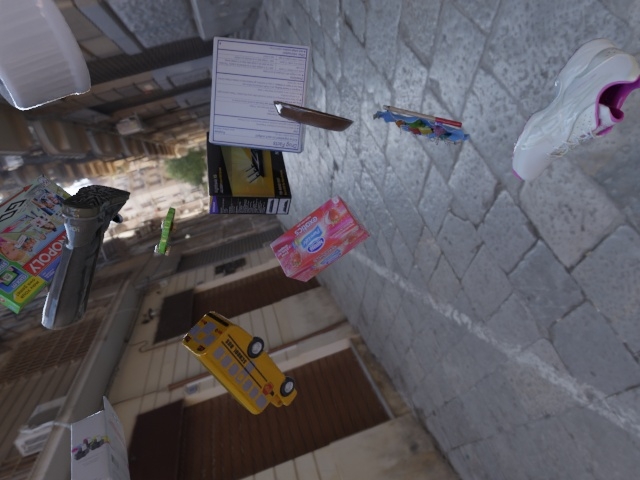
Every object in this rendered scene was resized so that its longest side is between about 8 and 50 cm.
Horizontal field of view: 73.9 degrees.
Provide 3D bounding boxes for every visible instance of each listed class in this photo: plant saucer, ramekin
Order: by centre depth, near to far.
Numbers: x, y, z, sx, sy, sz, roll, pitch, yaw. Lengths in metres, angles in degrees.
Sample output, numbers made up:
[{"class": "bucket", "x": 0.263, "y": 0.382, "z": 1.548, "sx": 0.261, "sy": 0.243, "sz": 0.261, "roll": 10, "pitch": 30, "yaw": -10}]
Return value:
[{"class": "ramekin", "x": -0.566, "y": -0.378, "z": 0.772, "sx": 0.277, "sy": 0.135, "sz": 0.277, "roll": 37, "pitch": 151, "yaw": 25}, {"class": "plant saucer", "x": -0.016, "y": -0.251, "z": 0.865, "sx": 0.168, "sy": 0.168, "sz": 0.029, "roll": -125, "pitch": 47, "yaw": -65}]

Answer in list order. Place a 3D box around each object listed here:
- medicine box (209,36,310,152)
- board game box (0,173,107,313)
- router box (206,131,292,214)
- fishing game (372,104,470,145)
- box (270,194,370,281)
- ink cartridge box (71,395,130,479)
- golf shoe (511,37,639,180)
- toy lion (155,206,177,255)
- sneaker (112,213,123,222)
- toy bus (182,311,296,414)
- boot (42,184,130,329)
[{"class": "medicine box", "x": -0.168, "y": -0.411, "z": 1.232, "sx": 0.149, "sy": 0.263, "sz": 0.289, "roll": -83, "pitch": -1, "yaw": -77}, {"class": "board game box", "x": -0.720, "y": -0.004, "z": 1.058, "sx": 0.213, "sy": 0.046, "sz": 0.317, "roll": 39, "pitch": -138, "yaw": -13}, {"class": "router box", "x": -0.235, "y": -0.218, "z": 1.351, "sx": 0.081, "sy": 0.242, "sz": 0.309, "roll": 107, "pitch": 155, "yaw": -47}, {"class": "fishing game", "x": 0.194, "y": -0.214, "z": 0.830, "sx": 0.264, "sy": 0.189, "sz": 0.041, "roll": -26, "pitch": -47, "yaw": -74}, {"class": "box", "x": 0.000, "y": 0.000, "z": 1.484, "sx": 0.142, "sy": 0.300, "sz": 0.154, "roll": 59, "pitch": -167, "yaw": 24}, {"class": "ink cartridge box", "x": -0.387, "y": 0.381, "z": 0.750, "sx": 0.181, "sy": 0.061, "sz": 0.104, "roll": 45, "pitch": 150, "yaw": 51}, {"class": "golf shoe", "x": 0.505, "y": -0.233, "z": 0.857, "sx": 0.140, "sy": 0.115, "sz": 0.306, "roll": 60, "pitch": 146, "yaw": 39}, {"class": "toy lion", "x": -0.354, "y": -0.023, "z": 0.982, "sx": 0.096, "sy": 0.034, "sz": 0.100, "roll": 140, "pitch": 141, "yaw": -64}, {"class": "sneaker", "x": -0.671, "y": -0.091, "z": 1.349, "sx": 0.098, "sy": 0.038, "sz": 0.069, "roll": 40, "pitch": 172, "yaw": -18}, {"class": "toy bus", "x": -0.187, "y": 0.318, "z": 1.061, "sx": 0.108, "sy": 0.130, "sz": 0.333, "roll": 14, "pitch": 142, "yaw": 43}, {"class": "boot", "x": -0.392, "y": 0.020, "z": 0.718, "sx": 0.190, "sy": 0.076, "sz": 0.209, "roll": -85, "pitch": 8, "yaw": -71}]
